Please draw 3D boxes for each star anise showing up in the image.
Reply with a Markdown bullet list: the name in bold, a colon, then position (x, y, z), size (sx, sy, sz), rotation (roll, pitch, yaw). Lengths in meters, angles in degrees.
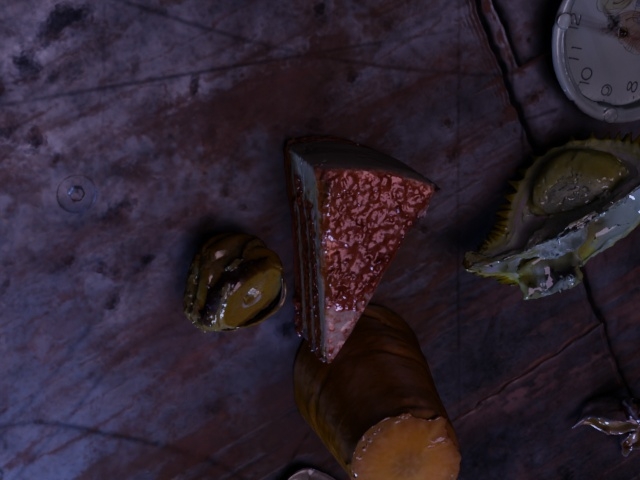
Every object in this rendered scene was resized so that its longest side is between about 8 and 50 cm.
- **star anise**: position (0.460, 0.174, 1.824), size (0.148, 0.218, 0.227), rotation (13, 57, 5)

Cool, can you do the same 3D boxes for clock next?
- **clock**: position (0.397, -0.272, 1.643), size (0.237, 0.053, 0.236), rotation (-7, 110, -19)

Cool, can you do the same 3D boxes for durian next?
- **durian**: position (0.322, -0.024, 1.627), size (0.306, 0.166, 0.172), rotation (-26, 112, -2)

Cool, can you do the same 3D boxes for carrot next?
- **carrot**: position (0.085, 0.211, 1.557), size (0.196, 0.254, 0.195), rotation (-6, 110, -16)

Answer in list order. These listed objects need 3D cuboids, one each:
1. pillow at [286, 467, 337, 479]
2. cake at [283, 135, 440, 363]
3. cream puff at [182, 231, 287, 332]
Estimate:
- **pillow**: position (-0.051, 0.411, 1.680), size (0.131, 0.038, 0.232), rotation (39, 89, -23)
- **cake**: position (0.000, 0.000, 1.513), size (0.160, 0.158, 0.262), rotation (28, 95, -22)
- **cream puff**: position (-0.109, 0.052, 1.513), size (0.133, 0.104, 0.119), rotation (-46, 149, 5)
